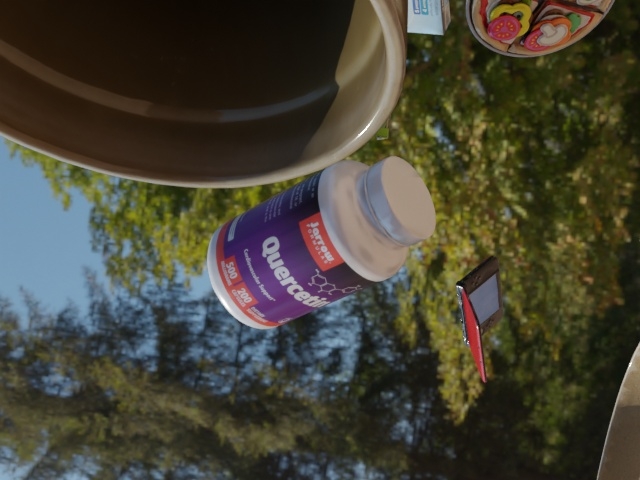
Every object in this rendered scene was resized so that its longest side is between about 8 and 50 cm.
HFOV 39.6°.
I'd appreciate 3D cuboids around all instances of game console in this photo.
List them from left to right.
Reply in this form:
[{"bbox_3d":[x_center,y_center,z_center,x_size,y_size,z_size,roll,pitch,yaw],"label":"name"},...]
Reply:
[{"bbox_3d":[0.256,0.118,1.349,0.124,0.085,0.144,-36,-44,-22],"label":"game console"}]

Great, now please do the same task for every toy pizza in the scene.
[{"bbox_3d":[0.289,-0.311,1.145,0.201,0.201,0.032,74,-174,-51],"label":"toy pizza"}]

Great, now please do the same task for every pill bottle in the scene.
[{"bbox_3d":[0.000,0.000,1.295,0.181,0.323,0.181,32,-136,-38],"label":"pill bottle"}]

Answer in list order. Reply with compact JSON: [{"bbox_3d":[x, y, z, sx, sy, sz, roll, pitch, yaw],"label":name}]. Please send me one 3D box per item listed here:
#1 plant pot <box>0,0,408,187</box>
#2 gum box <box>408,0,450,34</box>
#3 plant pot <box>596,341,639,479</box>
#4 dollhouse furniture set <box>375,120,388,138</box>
[{"bbox_3d":[-0.094,-0.229,0.575,0.323,0.323,0.280,65,-151,-60],"label":"plant pot"},{"bbox_3d":[0.090,-0.381,1.287,0.157,0.184,0.041,76,-148,-45],"label":"gum box"},{"bbox_3d":[0.410,0.257,0.935,0.284,0.191,0.284,14,-90,-78],"label":"plant pot"},{"bbox_3d":[0.075,-0.190,1.307,0.152,0.059,0.076,-43,-39,-84],"label":"dollhouse furniture set"}]
